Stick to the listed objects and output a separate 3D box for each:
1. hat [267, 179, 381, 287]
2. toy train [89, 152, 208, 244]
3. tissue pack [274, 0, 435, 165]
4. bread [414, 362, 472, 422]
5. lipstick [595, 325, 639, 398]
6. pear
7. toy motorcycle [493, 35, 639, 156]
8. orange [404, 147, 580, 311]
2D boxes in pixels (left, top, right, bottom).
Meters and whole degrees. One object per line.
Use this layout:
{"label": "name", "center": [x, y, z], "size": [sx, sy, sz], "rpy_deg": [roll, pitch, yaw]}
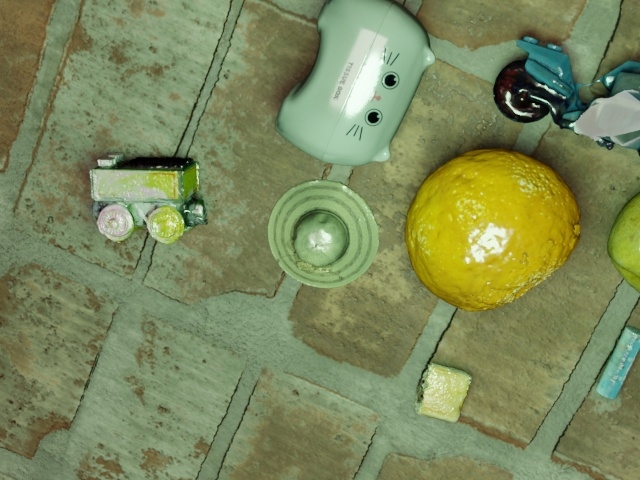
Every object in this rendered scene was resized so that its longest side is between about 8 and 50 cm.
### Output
{"label": "hat", "center": [0.000, 0.000, 2.005], "size": [0.252, 0.110, 0.252], "rpy_deg": [2, 105, 9]}
{"label": "toy train", "center": [-0.372, -0.090, 2.022], "size": [0.261, 0.134, 0.177], "rpy_deg": [2, 106, 8]}
{"label": "tissue pack", "center": [0.078, -0.313, 1.841], "size": [0.236, 0.229, 0.333], "rpy_deg": [26, 108, 2]}
{"label": "bread", "center": [0.269, 0.335, 2.075], "size": [0.106, 0.082, 0.125], "rpy_deg": [15, 97, -7]}
{"label": "lipstick", "center": [0.645, 0.262, 2.012], "size": [0.048, 0.048, 0.158], "rpy_deg": [21, 107, 2]}
{"label": "pear", "center": [0.679, -0.003, 1.852], "size": [0.211, 0.228, 0.188], "rpy_deg": [-47, 55, 0]}
{"label": "toy motorcycle", "center": [0.556, -0.295, 1.823], "size": [0.416, 0.172, 0.232], "rpy_deg": [20, 101, 12]}
{"label": "orange", "center": [0.328, -0.028, 1.838], "size": [0.340, 0.340, 0.293], "rpy_deg": [-37, 74, 16]}
